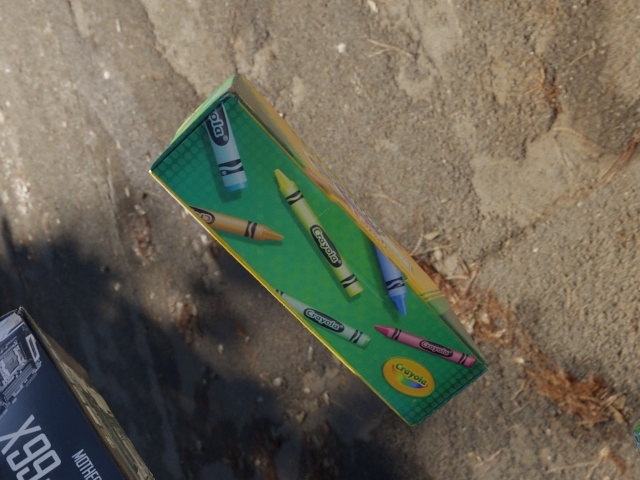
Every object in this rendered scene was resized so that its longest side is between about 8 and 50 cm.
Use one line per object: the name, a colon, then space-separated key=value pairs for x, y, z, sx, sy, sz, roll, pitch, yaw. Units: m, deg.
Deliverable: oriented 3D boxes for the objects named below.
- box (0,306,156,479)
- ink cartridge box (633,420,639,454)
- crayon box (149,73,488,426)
box: x=-0.162 y=0.224 z=0.546 sx=0.307 sy=0.077 sz=0.242 roll=52 pitch=162 yaw=13
ink cartridge box: x=0.383 y=0.108 z=0.490 sx=0.198 sy=0.273 sz=0.114 roll=-10 pitch=109 yaw=50
crayon box: x=0.000 y=0.000 z=0.556 sx=0.278 sy=0.081 sz=0.165 roll=46 pitch=-171 yaw=-16
